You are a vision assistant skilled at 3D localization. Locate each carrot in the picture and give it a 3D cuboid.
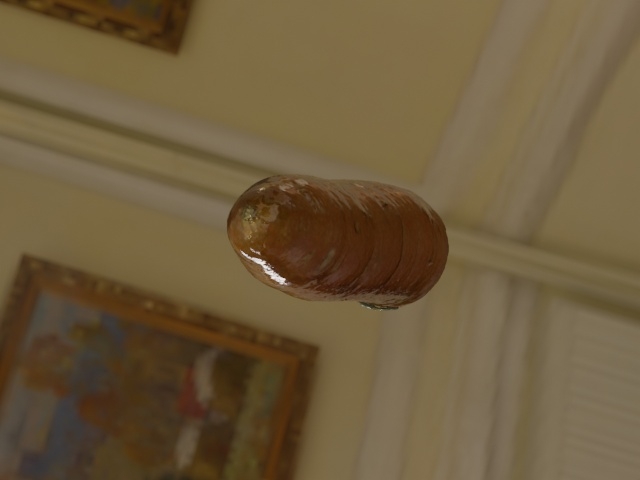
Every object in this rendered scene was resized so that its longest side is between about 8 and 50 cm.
[{"bbox_3d":[0.000,0.000,0.635,0.139,0.048,0.048,6,-78,-68],"label":"carrot"}]
